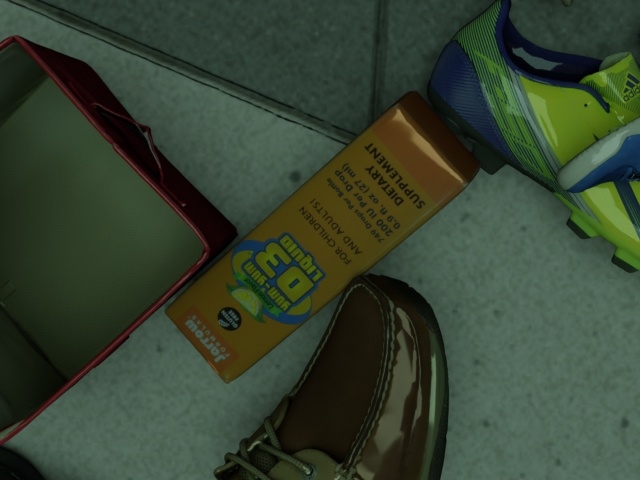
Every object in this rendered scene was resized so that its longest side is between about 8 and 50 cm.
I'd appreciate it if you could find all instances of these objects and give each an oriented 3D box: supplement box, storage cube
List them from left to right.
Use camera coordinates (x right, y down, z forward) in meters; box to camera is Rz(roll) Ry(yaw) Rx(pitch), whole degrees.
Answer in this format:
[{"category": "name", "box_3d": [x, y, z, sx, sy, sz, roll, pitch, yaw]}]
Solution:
[{"category": "storage cube", "box_3d": [-0.187, -0.005, 0.816, 0.215, 0.193, 0.184, -43, 92, 3]}, {"category": "supplement box", "box_3d": [0.000, 0.000, 0.842, 0.233, 0.080, 0.078, -42, 92, 22]}]

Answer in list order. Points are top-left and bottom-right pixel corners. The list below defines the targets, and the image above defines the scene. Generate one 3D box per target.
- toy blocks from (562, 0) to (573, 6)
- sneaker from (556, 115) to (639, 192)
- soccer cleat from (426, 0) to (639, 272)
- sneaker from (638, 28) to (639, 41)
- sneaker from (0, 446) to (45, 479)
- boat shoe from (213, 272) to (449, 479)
[{"category": "toy blocks", "box_3d": [0.122, -0.240, 0.859, 0.148, 0.054, 0.123, 13, 86, 14]}, {"category": "sneaker", "box_3d": [0.237, -0.048, 0.785, 0.152, 0.058, 0.085, -28, 87, -9]}, {"category": "soccer cleat", "box_3d": [0.211, -0.063, 0.843, 0.289, 0.093, 0.121, 34, 111, 2]}, {"category": "sneaker", "box_3d": [0.334, -0.091, 0.848, 0.092, 0.087, 0.229, -40, 94, 3]}, {"category": "sneaker", "box_3d": [-0.185, 0.250, 0.879, 0.267, 0.106, 0.101, 29, 93, -2]}, {"category": "boat shoe", "box_3d": [-0.009, 0.180, 0.814, 0.119, 0.122, 0.324, 7, 107, -29]}]
